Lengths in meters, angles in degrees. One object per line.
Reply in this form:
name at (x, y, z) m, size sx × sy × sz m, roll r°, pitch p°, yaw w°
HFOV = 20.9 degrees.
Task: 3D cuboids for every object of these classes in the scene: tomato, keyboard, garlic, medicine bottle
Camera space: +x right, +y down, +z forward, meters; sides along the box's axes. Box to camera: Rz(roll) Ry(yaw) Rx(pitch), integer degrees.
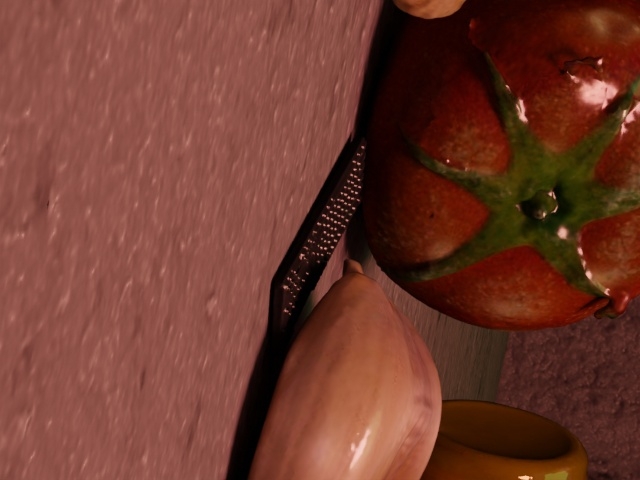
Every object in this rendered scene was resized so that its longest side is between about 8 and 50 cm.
tomato at (0.167, -0.085, 1.383) m, size 0.239 × 0.303 × 0.303 m, roll -90°, pitch -175°, yaw -58°
keyboard at (0.000, 0.000, 1.216) m, size 0.204 × 0.013 × 0.061 m, roll -63°, pitch 161°, yaw -54°
garlic at (0.019, 0.137, 1.198) m, size 0.217 × 0.110 × 0.228 m, roll -17°, pitch 124°, yaw -73°
medicine bottle at (0.175, 0.401, 2.059) m, size 0.224 × 0.224 × 0.384 m, roll -40°, pitch 143°, yaw -73°

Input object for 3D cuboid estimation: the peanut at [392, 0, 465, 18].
peanut at (0.088, -0.249, 1.200) m, size 0.093 × 0.083 × 0.194 m, roll 15°, pitch 88°, yaw -81°
